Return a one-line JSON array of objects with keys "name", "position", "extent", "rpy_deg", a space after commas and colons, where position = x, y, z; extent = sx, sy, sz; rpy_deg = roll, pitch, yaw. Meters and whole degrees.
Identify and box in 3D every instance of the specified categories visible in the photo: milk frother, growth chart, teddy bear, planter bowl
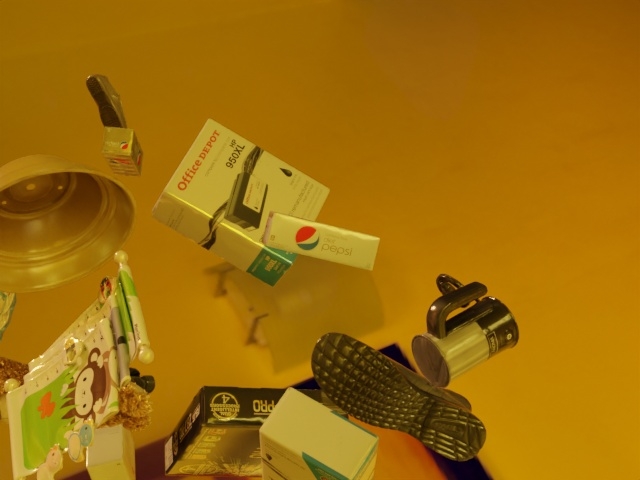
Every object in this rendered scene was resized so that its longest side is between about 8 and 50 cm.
[{"name": "milk frother", "position": [0.186, 0.124, 1.341], "extent": [0.143, 0.135, 0.129], "rpy_deg": [-1, -69, 63]}, {"name": "growth chart", "position": [-0.254, 0.145, 0.958], "extent": [0.237, 0.021, 0.172], "rpy_deg": [-46, -134, 15]}, {"name": "teddy bear", "position": [-0.483, 0.309, 1.753], "extent": [0.245, 0.338, 0.113], "rpy_deg": [-38, -141, 57]}, {"name": "planter bowl", "position": [-0.342, -0.038, 1.121], "extent": [0.090, 0.217, 0.217], "rpy_deg": [59, -32, 32]}]

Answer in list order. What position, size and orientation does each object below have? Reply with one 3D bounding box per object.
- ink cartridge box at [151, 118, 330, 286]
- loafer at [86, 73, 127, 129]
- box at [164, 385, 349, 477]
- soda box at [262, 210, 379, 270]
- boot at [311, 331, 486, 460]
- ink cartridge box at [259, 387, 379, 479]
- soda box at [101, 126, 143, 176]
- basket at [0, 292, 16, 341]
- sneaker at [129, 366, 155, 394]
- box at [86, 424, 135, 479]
[{"name": "ink cartridge box", "position": [-0.217, -0.104, 2.525], "extent": [0.395, 0.285, 0.166], "rpy_deg": [30, -33, -7]}, {"name": "loafer", "position": [-0.457, -0.298, 2.016], "extent": [0.056, 0.050, 0.148], "rpy_deg": [-6, -65, 31]}, {"name": "box", "position": [-0.153, 0.430, 2.037], "extent": [0.395, 0.318, 0.097], "rpy_deg": [126, -37, -54]}, {"name": "soda box", "position": [0.000, 0.000, 1.796], "extent": [0.074, 0.216, 0.069], "rpy_deg": [-156, -101, -79]}, {"name": "boot", "position": [0.126, 0.265, 1.634], "extent": [0.338, 0.118, 0.223], "rpy_deg": [35, 3, -4]}, {"name": "ink cartridge box", "position": [-0.004, 0.321, 1.326], "extent": [0.148, 0.086, 0.203], "rpy_deg": [26, -34, 18]}, {"name": "soda box", "position": [-0.419, -0.186, 1.960], "extent": [0.181, 0.061, 0.058], "rpy_deg": [112, -16, -78]}, {"name": "basket", "position": [-0.648, 0.129, 1.602], "extent": [0.254, 0.201, 0.289], "rpy_deg": [-66, -165, -9]}, {"name": "sneaker", "position": [-0.425, 0.337, 2.027], "extent": [0.170, 0.089, 0.051], "rpy_deg": [-51, -125, 31]}, {"name": "box", "position": [-0.516, 0.527, 2.277], "extent": [0.170, 0.091, 0.130], "rpy_deg": [-107, -173, -54]}]
